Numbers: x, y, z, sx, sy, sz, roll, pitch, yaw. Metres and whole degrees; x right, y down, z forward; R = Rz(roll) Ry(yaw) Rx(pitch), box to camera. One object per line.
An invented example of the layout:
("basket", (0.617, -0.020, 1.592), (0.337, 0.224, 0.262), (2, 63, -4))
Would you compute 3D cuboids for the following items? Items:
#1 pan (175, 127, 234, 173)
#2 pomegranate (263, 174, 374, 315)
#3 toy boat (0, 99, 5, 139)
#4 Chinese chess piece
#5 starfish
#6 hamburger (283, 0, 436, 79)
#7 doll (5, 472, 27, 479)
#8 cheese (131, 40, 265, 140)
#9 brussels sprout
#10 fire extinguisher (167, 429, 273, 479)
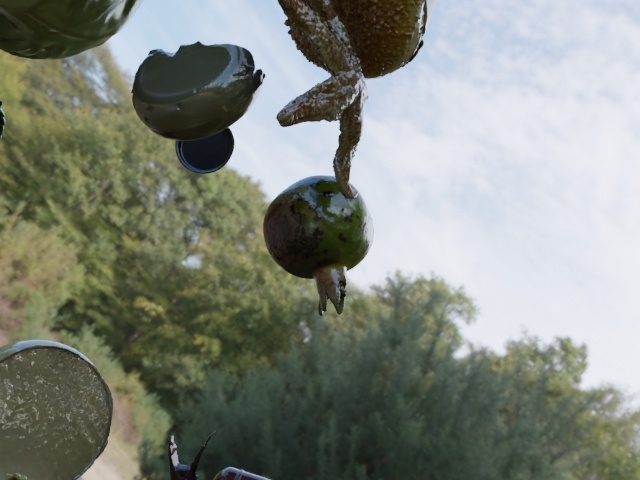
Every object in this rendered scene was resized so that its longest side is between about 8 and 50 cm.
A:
("pan", (-0.276, -0.263, 1.839), (0.028, 0.136, 0.235), (82, -8, -82))
("pomegranate", (0.000, 0.007, 1.431), (0.198, 0.198, 0.246), (8, -72, 65))
("toy boat", (-0.702, -0.204, 1.654), (0.089, 0.229, 0.088), (6, 35, -40))
("Chinese chess piece", (-0.621, 0.382, 1.741), (0.338, 0.338, 0.140), (52, -31, -16))
("starfish", (0.022, -0.252, 1.284), (0.327, 0.094, 0.375), (3, 80, -69))
("hamburger", (0.063, -0.426, 1.399), (0.302, 0.170, 0.302), (20, -44, 21))
("doll", (-0.369, 0.306, 0.821), (0.188, 0.145, 0.096), (-127, -136, -53))
("cheese", (-0.187, -0.236, 1.255), (0.202, 0.175, 0.091), (-6, -36, 15))
("brussels sprout", (-0.391, -0.482, 1.214), (0.342, 0.425, 0.361), (-4, -5, 22))
("fire extinguisher", (-0.073, 0.376, 1.151), (0.337, 0.147, 0.106), (18, -2, 3))
